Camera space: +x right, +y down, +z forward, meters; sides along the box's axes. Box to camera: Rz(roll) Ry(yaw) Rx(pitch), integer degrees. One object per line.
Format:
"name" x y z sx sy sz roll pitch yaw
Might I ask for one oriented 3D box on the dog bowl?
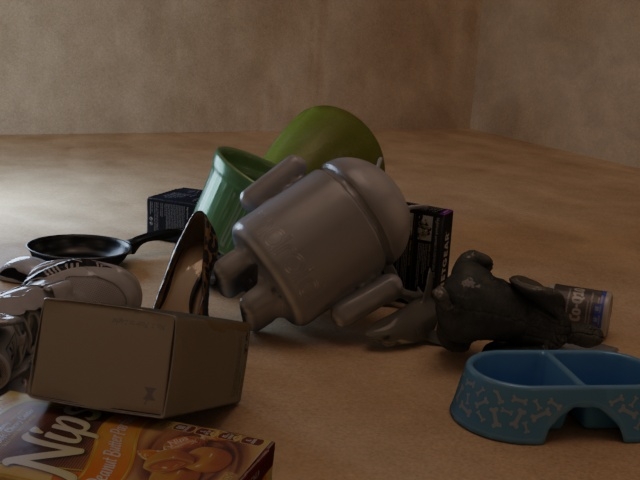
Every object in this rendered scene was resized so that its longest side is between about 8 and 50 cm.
"dog bowl" 0.321 0.202 1.330 0.297 0.074 0.166 0 14 -10

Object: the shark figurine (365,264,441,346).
"shark figurine" 0.160 0.093 1.659 0.166 0.116 0.278 5 16 1

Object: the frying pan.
"frying pan" -0.432 0.011 1.959 0.197 0.053 0.326 10 13 24

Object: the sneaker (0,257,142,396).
"sneaker" -0.390 0.127 1.337 0.365 0.137 0.210 -10 20 -29

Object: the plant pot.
"plant pot" -0.039 -0.129 2.278 0.274 0.275 0.293 11 32 28

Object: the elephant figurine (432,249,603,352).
"elephant figurine" 0.303 0.115 1.500 0.239 0.169 0.186 18 45 18

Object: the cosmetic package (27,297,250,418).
"cosmetic package" -0.200 0.138 1.189 0.160 0.113 0.309 7 -5 10

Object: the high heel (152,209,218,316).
"high heel" -0.217 0.063 1.514 0.093 0.186 0.261 5 14 7

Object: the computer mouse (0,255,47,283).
"computer mouse" -0.491 0.056 1.777 0.193 0.042 0.106 8 16 17

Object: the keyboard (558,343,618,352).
"keyboard" 0.373 0.188 1.536 0.072 0.014 0.256 21 22 36

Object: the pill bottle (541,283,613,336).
"pill bottle" 0.422 0.115 1.695 0.137 0.078 0.078 8 14 20

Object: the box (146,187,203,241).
"box" -0.272 -0.053 2.169 0.158 0.093 0.156 8 14 22

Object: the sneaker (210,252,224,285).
"sneaker" -0.221 0.029 1.879 0.083 0.084 0.215 -9 19 -25

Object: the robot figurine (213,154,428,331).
"robot figurine" 0.000 0.000 1.608 0.353 0.300 0.200 -35 -14 -14

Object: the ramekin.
"ramekin" -0.090 -0.038 1.854 0.303 0.148 0.303 28 12 -6

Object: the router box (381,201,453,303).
"router box" 0.163 0.024 1.789 0.133 0.179 0.046 12 19 28

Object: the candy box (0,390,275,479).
"candy box" -0.225 0.242 0.995 0.316 0.088 0.183 8 13 15
